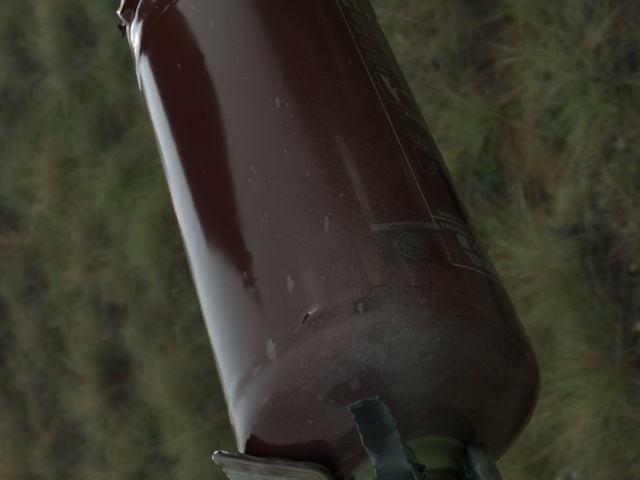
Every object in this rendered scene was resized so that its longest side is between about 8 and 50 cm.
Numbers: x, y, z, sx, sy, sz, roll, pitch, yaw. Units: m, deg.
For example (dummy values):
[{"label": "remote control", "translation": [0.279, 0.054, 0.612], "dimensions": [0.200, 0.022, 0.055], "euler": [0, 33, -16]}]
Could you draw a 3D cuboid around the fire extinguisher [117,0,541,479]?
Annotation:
[{"label": "fire extinguisher", "translation": [0.000, 0.000, 0.392], "dimensions": [0.104, 0.105, 0.269], "euler": [109, 151, -45]}]
